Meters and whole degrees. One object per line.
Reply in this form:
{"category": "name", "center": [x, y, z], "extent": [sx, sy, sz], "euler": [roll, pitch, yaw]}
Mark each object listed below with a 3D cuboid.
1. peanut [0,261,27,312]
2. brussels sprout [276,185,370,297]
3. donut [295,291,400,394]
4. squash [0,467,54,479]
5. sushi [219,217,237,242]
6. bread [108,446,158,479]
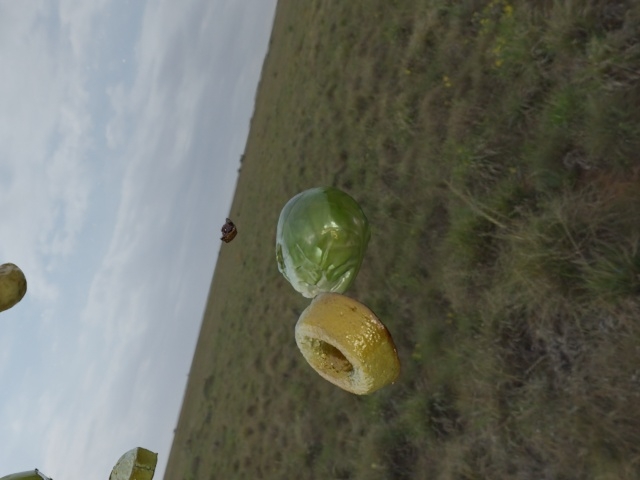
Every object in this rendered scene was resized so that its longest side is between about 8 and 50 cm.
{"category": "peanut", "center": [-0.855, 0.165, 1.409], "extent": [0.147, 0.146, 0.306], "euler": [115, 179, -47]}
{"category": "brussels sprout", "center": [0.000, 0.000, 1.263], "extent": [0.244, 0.243, 0.244], "euler": [-165, 90, -81]}
{"category": "donut", "center": [0.030, 0.156, 0.830], "extent": [0.065, 0.162, 0.178], "euler": [-37, 11, -32]}
{"category": "squash", "center": [-0.475, 0.411, 0.923], "extent": [0.075, 0.200, 0.090], "euler": [-44, 55, 1]}
{"category": "sushi", "center": [-0.285, -0.032, 1.769], "extent": [0.099, 0.050, 0.047], "euler": [-99, -12, -53]}
{"category": "bread", "center": [-0.429, 0.536, 1.301], "extent": [0.156, 0.064, 0.118], "euler": [-28, 34, 48]}
